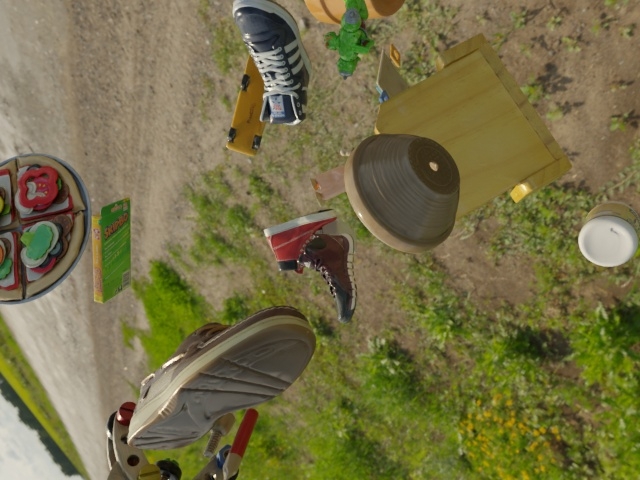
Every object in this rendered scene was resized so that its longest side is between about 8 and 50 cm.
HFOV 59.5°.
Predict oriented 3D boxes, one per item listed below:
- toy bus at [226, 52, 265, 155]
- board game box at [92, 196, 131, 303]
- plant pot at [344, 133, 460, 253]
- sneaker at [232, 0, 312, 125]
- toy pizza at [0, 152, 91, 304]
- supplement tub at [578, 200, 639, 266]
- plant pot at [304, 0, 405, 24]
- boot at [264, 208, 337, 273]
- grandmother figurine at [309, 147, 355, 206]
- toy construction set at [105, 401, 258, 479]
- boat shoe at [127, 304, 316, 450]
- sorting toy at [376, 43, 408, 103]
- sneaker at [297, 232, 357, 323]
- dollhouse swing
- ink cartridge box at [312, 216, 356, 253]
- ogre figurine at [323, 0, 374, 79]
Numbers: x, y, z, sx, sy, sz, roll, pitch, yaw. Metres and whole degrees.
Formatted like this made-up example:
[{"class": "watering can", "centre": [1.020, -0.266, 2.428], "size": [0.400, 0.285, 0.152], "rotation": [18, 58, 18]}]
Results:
[{"class": "toy bus", "centre": [-0.213, -0.450, 1.815], "size": [0.108, 0.130, 0.332], "rotation": [16, 119, -8]}, {"class": "board game box", "centre": [-0.539, 0.021, 1.450], "size": [0.039, 0.124, 0.259], "rotation": [14, 111, 12]}, {"class": "plant pot", "centre": [0.169, -0.105, 0.998], "size": [0.237, 0.237, 0.110], "rotation": [52, 139, 0]}, {"class": "sneaker", "centre": [-0.088, -0.319, 1.054], "size": [0.099, 0.153, 0.282], "rotation": [3, 167, 18]}, {"class": "toy pizza", "centre": [-0.386, -0.019, 0.710], "size": [0.201, 0.201, 0.032], "rotation": [41, 177, 17]}, {"class": "supplement tub", "centre": [0.815, -0.025, 1.571], "size": [0.144, 0.200, 0.144], "rotation": [13, 117, 28]}, {"class": "plant pot", "centre": [0.116, -0.732, 1.529], "size": [0.203, 0.291, 0.291], "rotation": [26, 141, 34]}, {"class": "boot", "centre": [-0.041, 0.007, 1.785], "size": [0.244, 0.088, 0.176], "rotation": [-20, 93, 15]}, {"class": "grandmother figurine", "centre": [0.133, -0.261, 2.145], "size": [0.104, 0.342, 0.207], "rotation": [-22, -88, -83]}, {"class": "toy construction set", "centre": [-0.252, 0.405, 0.907], "size": [0.309, 0.237, 0.257], "rotation": [-33, 110, 30]}, {"class": "boat shoe", "centre": [-0.140, 0.157, 0.717], "size": [0.342, 0.123, 0.123], "rotation": [-42, 42, 35]}, {"class": "sorting toy", "centre": [0.240, -0.532, 1.928], "size": [0.047, 0.347, 0.196], "rotation": [-15, 135, 32]}, {"class": "sneaker", "centre": [0.012, 0.102, 1.606], "size": [0.106, 0.163, 0.281], "rotation": [120, 153, -54]}, {"class": "dollhouse swing", "centre": [0.325, -0.216, 1.271], "size": [0.346, 0.305, 0.315], "rotation": [59, -169, 9]}, {"class": "ink cartridge box", "centre": [0.000, 0.000, 1.899], "size": [0.208, 0.086, 0.153], "rotation": [-10, 157, 25]}, {"class": "ogre figurine", "centre": [0.062, -0.416, 1.131], "size": [0.097, 0.118, 0.197], "rotation": [22, 134, -10]}]
